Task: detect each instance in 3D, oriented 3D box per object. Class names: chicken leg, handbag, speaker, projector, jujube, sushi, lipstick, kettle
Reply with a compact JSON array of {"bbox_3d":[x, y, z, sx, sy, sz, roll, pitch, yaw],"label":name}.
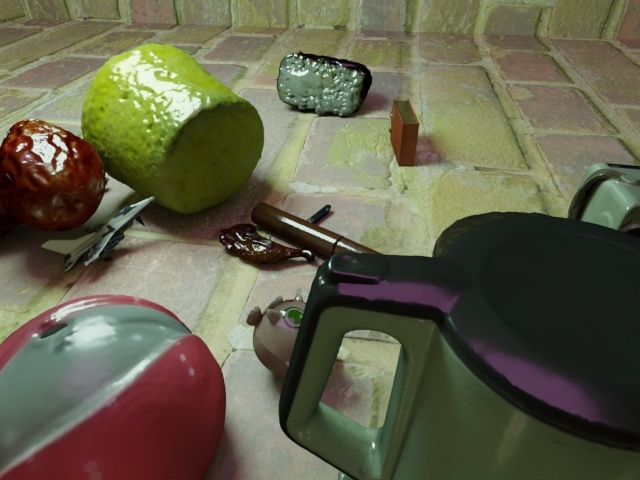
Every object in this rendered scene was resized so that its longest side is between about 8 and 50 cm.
[{"bbox_3d":[-0.120,0.010,0.939,0.219,0.048,0.089,19,44,24],"label":"chicken leg"},{"bbox_3d":[0.235,-0.311,1.296,0.062,0.127,0.190,-1,36,0],"label":"handbag"},{"bbox_3d":[-0.262,0.216,0.566,0.293,0.295,0.294,0,37,0],"label":"speaker"},{"bbox_3d":[0.641,-0.051,0.926,0.242,0.164,0.177,6,37,1],"label":"projector"},{"bbox_3d":[-0.544,-0.137,0.912,0.197,0.197,0.290,-22,48,-26],"label":"jujube"},{"bbox_3d":[-0.001,-0.532,1.564,0.343,0.197,0.182,12,20,8],"label":"sushi"},{"bbox_3d":[0.000,0.000,0.946,0.356,0.057,0.057,24,43,28],"label":"lipstick"},{"bbox_3d":[0.138,0.177,0.445,0.360,0.377,0.250,9,38,10],"label":"kettle"}]

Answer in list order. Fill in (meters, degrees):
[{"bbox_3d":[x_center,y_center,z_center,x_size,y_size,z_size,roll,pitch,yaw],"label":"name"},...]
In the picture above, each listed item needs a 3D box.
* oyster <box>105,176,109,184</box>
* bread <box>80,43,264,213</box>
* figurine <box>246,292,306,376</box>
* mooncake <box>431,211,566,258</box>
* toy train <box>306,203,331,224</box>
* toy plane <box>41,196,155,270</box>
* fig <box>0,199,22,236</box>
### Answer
[{"bbox_3d":[-0.665,-0.154,1.134,0.259,0.092,0.198,-13,38,-1],"label":"oyster"},{"bbox_3d":[-0.316,-0.245,1.049,0.307,0.348,0.348,29,45,24],"label":"bread"},{"bbox_3d":[-0.042,0.146,0.700,0.138,0.125,0.125,36,48,17],"label":"figurine"},{"bbox_3d":[0.323,0.057,0.746,0.290,0.162,0.290,-5,25,2],"label":"mooncake"},{"bbox_3d":[-0.002,-0.058,1.054,0.017,0.017,0.083,25,44,27],"label":"toy train"},{"bbox_3d":[-0.436,-0.010,0.941,0.234,0.083,0.160,-26,34,-13],"label":"toy plane"},{"bbox_3d":[-0.720,-0.099,0.949,0.175,0.207,0.175,-26,26,14],"label":"fig"}]
